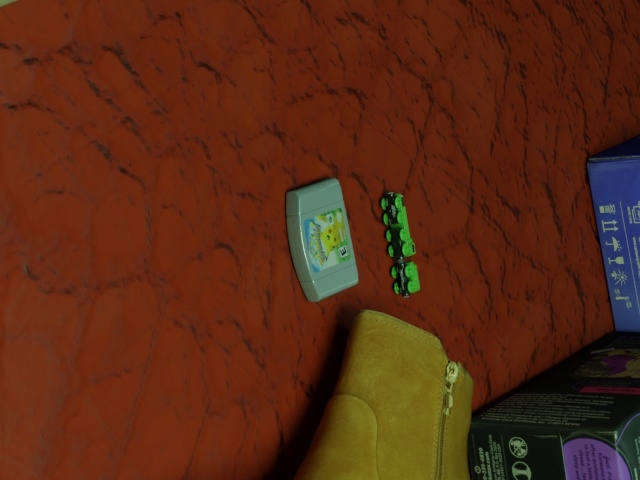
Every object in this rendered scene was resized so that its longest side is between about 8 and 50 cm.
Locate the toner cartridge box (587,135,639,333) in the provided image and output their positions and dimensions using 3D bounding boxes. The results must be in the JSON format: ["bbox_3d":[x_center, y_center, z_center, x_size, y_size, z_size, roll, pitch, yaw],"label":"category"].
[{"bbox_3d":[0.358,0.069,1.439,0.165,0.075,0.348,-23,105,-47],"label":"toner cartridge box"}]

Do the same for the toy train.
[{"bbox_3d":[0.063,0.002,1.146,0.023,0.017,0.083,-18,101,-58],"label":"toy train"}]

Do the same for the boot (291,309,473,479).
[{"bbox_3d":[0.014,0.147,1.027,0.295,0.104,0.211,30,60,-50],"label":"boot"}]

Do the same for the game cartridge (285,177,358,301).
[{"bbox_3d":[0.000,0.000,1.074,0.056,0.017,0.083,-21,103,-44],"label":"game cartridge"}]

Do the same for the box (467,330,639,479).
[{"bbox_3d":[0.262,0.191,1.265,0.270,0.143,0.165,-19,104,-49],"label":"box"}]

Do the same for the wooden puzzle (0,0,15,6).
[{"bbox_3d":[-0.252,-0.222,0.783,0.221,0.044,0.239,-34,117,-46],"label":"wooden puzzle"}]
